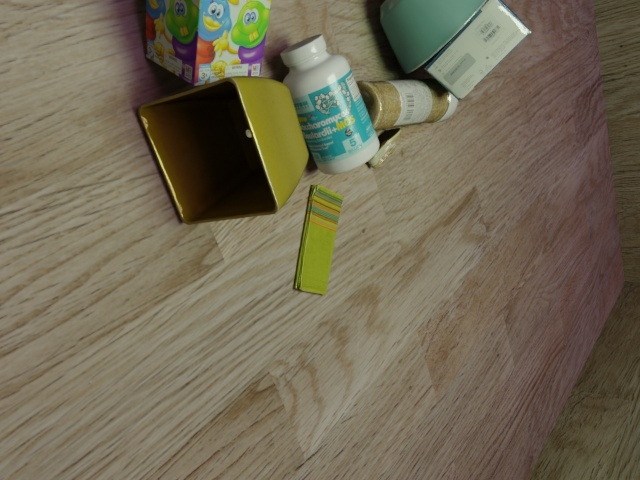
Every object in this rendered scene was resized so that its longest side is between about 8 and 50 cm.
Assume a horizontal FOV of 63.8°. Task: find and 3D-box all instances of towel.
[{"bbox_3d":[0.000,0.000,1.155,0.102,0.021,0.237,17,79,-44],"label":"towel"}]

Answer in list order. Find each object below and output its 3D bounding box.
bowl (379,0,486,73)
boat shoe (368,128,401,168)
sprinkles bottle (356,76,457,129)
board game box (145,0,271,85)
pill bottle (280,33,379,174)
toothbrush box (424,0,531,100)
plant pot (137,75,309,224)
[{"bbox_3d":[0.262,-0.578,1.245,0.163,0.312,0.311,41,60,-13],"label":"bowl"},{"bbox_3d":[0.161,-0.233,1.299,0.135,0.050,0.045,-46,126,-23],"label":"boat shoe"},{"bbox_3d":[0.206,-0.343,1.286,0.356,0.121,0.121,-19,105,-44],"label":"sprinkles bottle"},{"bbox_3d":[-0.170,-0.401,0.791,0.142,0.144,0.275,-24,138,-43],"label":"board game box"},{"bbox_3d":[0.013,-0.281,1.069,0.146,0.146,0.264,-47,122,-35],"label":"pill bottle"},{"bbox_3d":[0.382,-0.509,1.300,0.126,0.216,0.295,39,32,-12],"label":"toothbrush box"},{"bbox_3d":[-0.139,-0.167,0.885,0.187,0.212,0.212,-42,121,-52],"label":"plant pot"}]
